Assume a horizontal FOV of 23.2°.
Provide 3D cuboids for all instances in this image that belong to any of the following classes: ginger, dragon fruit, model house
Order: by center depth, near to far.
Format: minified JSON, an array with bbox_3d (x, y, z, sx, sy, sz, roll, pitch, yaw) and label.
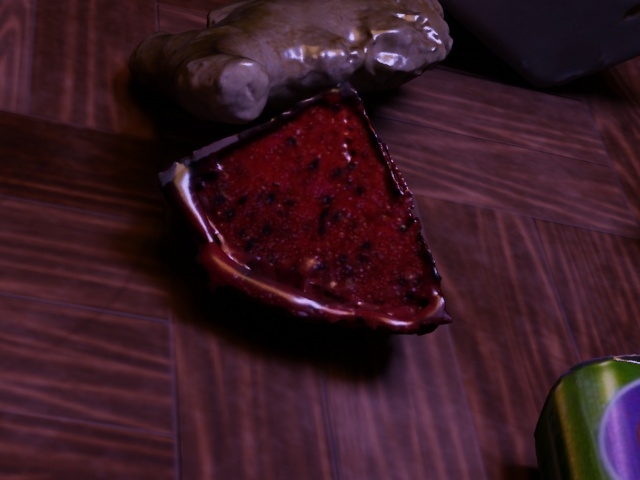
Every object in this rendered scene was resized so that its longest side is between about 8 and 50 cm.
[{"bbox_3d":[-0.002,0.001,0.875,0.161,0.120,0.127,63,4,12],"label":"dragon fruit"},{"bbox_3d":[-0.016,-0.122,1.009,0.166,0.080,0.333,3,21,34],"label":"ginger"},{"bbox_3d":[0.174,-0.251,1.168,0.219,0.199,0.229,46,24,-45],"label":"model house"}]

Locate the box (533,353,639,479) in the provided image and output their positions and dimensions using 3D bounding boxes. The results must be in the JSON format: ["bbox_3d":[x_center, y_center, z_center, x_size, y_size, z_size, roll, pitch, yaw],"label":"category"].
[{"bbox_3d":[0.179,0.199,0.680,0.134,0.097,0.345,13,36,-10],"label":"box"}]
